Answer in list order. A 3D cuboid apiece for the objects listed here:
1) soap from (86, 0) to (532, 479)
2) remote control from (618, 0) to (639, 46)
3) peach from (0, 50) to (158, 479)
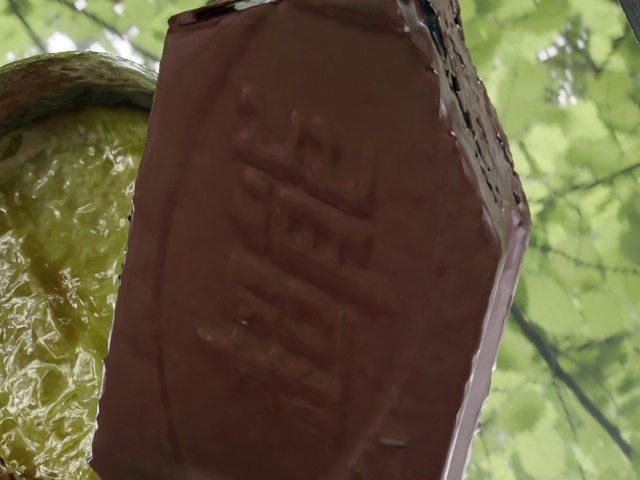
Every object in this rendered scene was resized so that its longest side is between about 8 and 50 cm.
[{"bbox_3d":[0.000,0.000,0.708,0.162,0.099,0.250,16,-68,13],"label":"soap"},{"bbox_3d":[0.198,-0.088,0.921,0.027,0.043,0.152,-43,-117,44],"label":"remote control"},{"bbox_3d":[-0.196,0.036,1.370,0.339,0.416,0.353,-34,-105,-24],"label":"peach"}]
